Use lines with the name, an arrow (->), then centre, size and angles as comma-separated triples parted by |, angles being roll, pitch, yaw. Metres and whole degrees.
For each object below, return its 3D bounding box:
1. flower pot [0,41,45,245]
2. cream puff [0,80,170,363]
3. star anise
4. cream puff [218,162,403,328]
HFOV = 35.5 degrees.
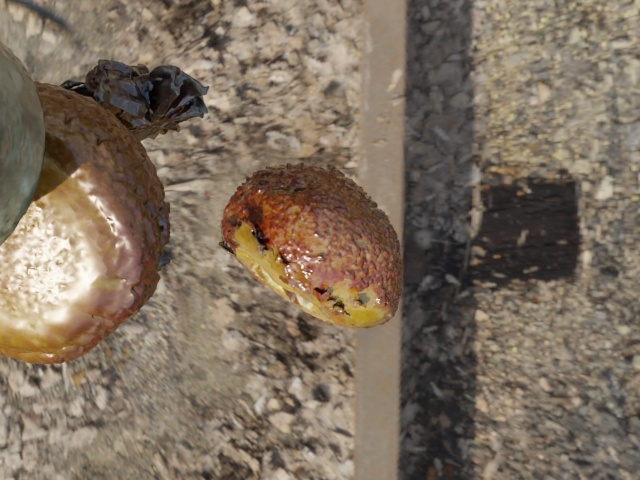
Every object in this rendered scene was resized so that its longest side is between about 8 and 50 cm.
flower pot -> -0.393, -0.098, 0.741 | 0.294, 0.330, 0.293 | -2, 86, 24
cream puff -> -0.297, -0.031, 1.042 | 0.303, 0.212, 0.303 | 3, 111, 9
star anise -> -0.247, -0.175, 1.271 | 0.214, 0.220, 0.098 | -6, 82, -32
cream puff -> -0.002, 0.000, 1.668 | 0.350, 0.350, 0.228 | 38, 79, -16
